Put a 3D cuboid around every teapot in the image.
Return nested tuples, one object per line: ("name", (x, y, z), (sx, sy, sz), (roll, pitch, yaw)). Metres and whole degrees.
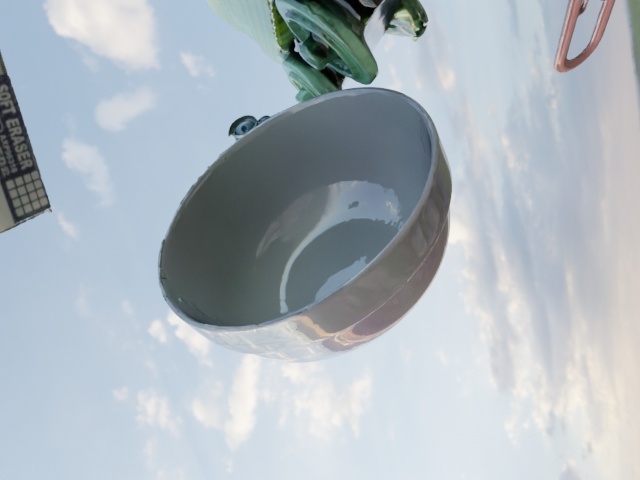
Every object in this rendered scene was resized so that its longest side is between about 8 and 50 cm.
("teapot", (-0.088, -0.136, 0.831), (0.083, 0.063, 0.049), (63, -149, -47))

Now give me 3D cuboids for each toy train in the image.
("toy train", (-0.021, -0.266, 0.559), (0.272, 0.179, 0.442), (39, -177, -5))

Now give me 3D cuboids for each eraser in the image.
("eraser", (-0.508, -0.155, 0.852), (0.130, 0.086, 0.287), (-37, -54, -51))

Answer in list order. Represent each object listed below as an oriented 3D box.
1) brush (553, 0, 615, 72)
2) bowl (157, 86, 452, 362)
("brush", (0.252, -0.237, 0.517), (0.047, 0.103, 0.233), (53, 171, 31))
("bowl", (0.000, 0.000, 0.565), (0.144, 0.287, 0.287), (54, -140, -39))
